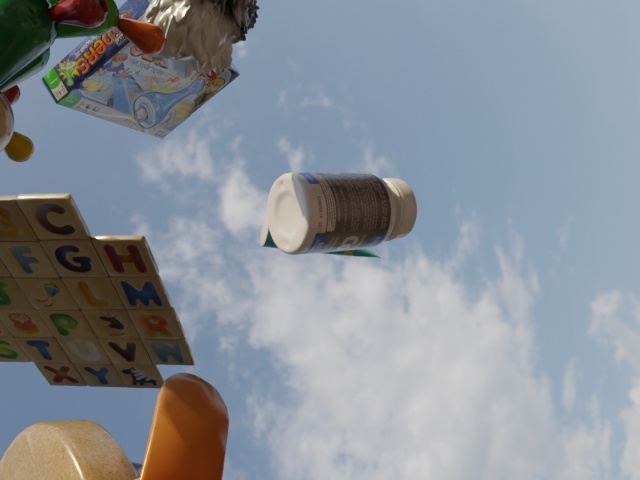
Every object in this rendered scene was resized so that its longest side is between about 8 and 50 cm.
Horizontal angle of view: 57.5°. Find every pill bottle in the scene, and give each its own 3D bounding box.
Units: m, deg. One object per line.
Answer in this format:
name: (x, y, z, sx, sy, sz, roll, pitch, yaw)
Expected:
pill bottle: (0.024, -0.028, 0.576, 0.137, 0.078, 0.078, -5, -92, -35)

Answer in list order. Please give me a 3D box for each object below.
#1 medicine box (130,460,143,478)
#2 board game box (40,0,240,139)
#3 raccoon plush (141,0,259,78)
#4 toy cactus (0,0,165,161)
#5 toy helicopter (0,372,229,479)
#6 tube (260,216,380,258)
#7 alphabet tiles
medicine box: (-0.310, 0.413, 0.609, 0.263, 0.149, 0.289, -32, -51, -76)
board game box: (-0.188, -0.184, 0.653, 0.035, 0.136, 0.201, 56, -167, 9)
raccoon plush: (-0.016, -0.377, 0.442, 0.299, 0.216, 0.446, 76, -153, -60)
toy cactus: (-0.193, -0.097, 0.365, 0.112, 0.219, 0.180, 39, -132, -34)
toy helicopter: (-0.089, 0.225, 0.268, 0.140, 0.355, 0.235, 22, -75, -47)
tube: (0.000, 0.000, 1.024, 0.207, 0.080, 0.052, 9, -68, -17)
alphabet tiles: (-0.311, 0.079, 0.693, 0.011, 0.285, 0.342, -82, -11, -45)
